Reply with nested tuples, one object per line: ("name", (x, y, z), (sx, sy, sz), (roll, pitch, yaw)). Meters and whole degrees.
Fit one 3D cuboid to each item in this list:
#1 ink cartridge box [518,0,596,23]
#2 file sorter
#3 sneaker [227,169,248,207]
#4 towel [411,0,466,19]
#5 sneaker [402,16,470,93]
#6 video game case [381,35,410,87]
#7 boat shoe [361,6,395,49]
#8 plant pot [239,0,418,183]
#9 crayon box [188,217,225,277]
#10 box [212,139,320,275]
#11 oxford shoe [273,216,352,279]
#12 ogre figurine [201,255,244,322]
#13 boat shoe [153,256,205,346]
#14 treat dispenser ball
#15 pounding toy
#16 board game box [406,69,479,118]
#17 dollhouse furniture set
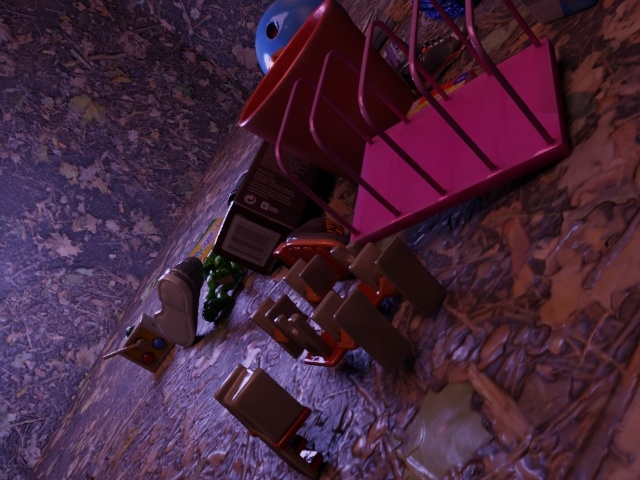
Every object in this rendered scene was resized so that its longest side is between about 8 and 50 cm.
("ink cartridge box", (0.274, -0.371, 0.802), (0.060, 0.180, 0.104), (-57, 18, -5))
("file sorter", (0.110, -0.162, 0.745), (0.290, 0.182, 0.202), (-26, 38, 37))
("sneaker", (-0.202, -0.116, 1.645), (0.147, 0.105, 0.295), (-41, 14, -27))
("towel", (0.325, -0.584, 1.233), (0.308, 0.076, 0.228), (-55, 21, 9))
("sneaker", (0.207, -0.340, 1.106), (0.158, 0.064, 0.061), (-52, 18, 11))
("video game case", (0.122, -0.320, 1.326), (0.210, 0.041, 0.232), (-49, 19, 22))
("boat shoe", (0.110, -0.512, 1.642), (0.226, 0.075, 0.083), (-59, 18, -11))
("plant pot", (0.028, -0.248, 1.115), (0.275, 0.243, 0.275), (-49, 19, 23))
("crayon box", (-0.277, 0.028, 1.677), (0.165, 0.081, 0.278), (-59, 18, -11))
("box", (-0.088, -0.134, 1.335), (0.191, 0.143, 0.382), (124, 167, -51))
("oxford shoe", (0.000, 0.000, 1.001), (0.098, 0.097, 0.271), (-54, 17, -14))
("ogre figurine", (-0.229, 0.087, 1.443), (0.118, 0.096, 0.197), (-107, 20, -53))
("boat shoe", (-0.322, 0.150, 1.461), (0.099, 0.116, 0.319), (-57, -8, -36))
("treat dispenser ball", (-0.040, -0.555, 1.753), (0.288, 0.288, 0.288), (-48, 19, 23))
("pounding toy", (-0.484, 0.281, 1.667), (0.130, 0.141, 0.100), (-54, 18, 5))
("board game box", (0.157, -0.144, 0.921), (0.194, 0.045, 0.146), (-63, 19, -19))
("dollhouse furniture set", (0.008, 0.133, 0.752), (0.259, 0.135, 0.262), (-50, 15, -23))
